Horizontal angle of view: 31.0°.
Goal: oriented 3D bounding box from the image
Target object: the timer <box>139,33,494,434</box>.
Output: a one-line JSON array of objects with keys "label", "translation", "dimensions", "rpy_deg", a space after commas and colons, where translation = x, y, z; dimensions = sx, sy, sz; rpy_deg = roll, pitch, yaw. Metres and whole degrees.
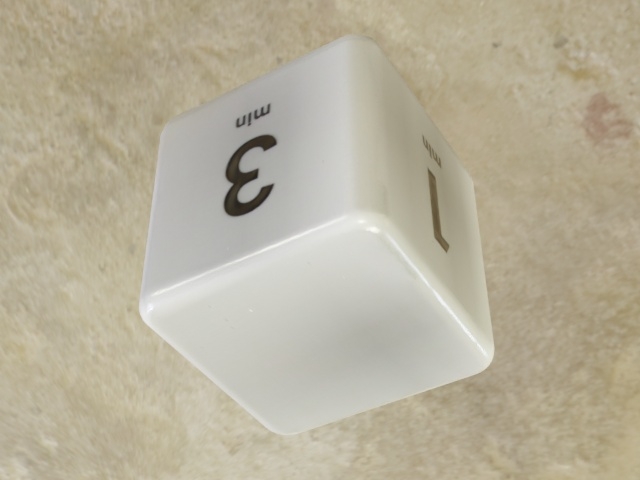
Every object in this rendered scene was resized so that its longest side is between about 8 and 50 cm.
[{"label": "timer", "translation": [0.000, 0.000, 0.858], "dimensions": [0.192, 0.194, 0.195], "rpy_deg": [-22, 44, 22]}]
